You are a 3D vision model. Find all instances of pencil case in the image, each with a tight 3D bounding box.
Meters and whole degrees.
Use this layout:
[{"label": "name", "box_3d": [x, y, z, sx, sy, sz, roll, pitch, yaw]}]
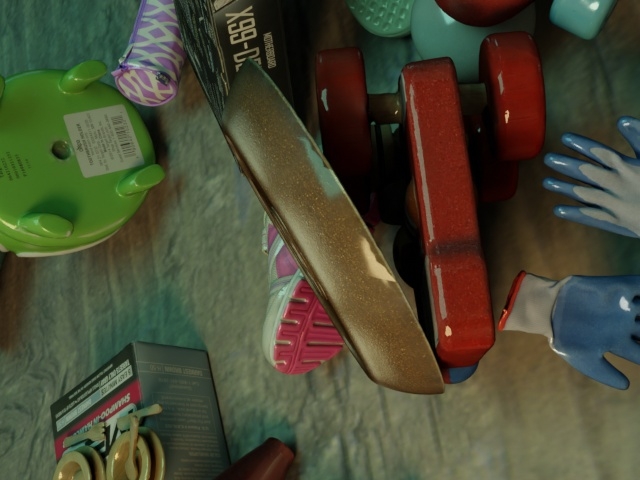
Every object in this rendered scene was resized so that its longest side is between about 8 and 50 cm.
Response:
[{"label": "pencil case", "box_3d": [-0.212, -0.272, 1.299, 0.086, 0.088, 0.206, -26, 46, 44]}]

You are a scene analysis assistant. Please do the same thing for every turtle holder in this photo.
[{"label": "turtle holder", "box_3d": [-0.378, -0.071, 1.307, 0.320, 0.243, 0.227, -52, 13, -30]}]

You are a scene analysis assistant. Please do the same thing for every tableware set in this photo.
[{"label": "tableware set", "box_3d": [-0.239, 0.254, 1.085, 0.194, 0.039, 0.128, -26, 62, 39]}]

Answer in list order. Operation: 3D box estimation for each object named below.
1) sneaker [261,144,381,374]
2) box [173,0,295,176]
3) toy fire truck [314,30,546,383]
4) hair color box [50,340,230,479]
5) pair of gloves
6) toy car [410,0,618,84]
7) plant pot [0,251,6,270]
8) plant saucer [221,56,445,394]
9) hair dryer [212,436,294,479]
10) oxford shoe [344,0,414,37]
[{"label": "sneaker", "box_3d": [-0.008, 0.013, 1.039, 0.111, 0.103, 0.252, 12, 82, 52]}, {"label": "box", "box_3d": [-0.108, -0.258, 1.087, 0.307, 0.076, 0.242, 83, 165, -52]}, {"label": "toy fire truck", "box_3d": [0.091, -0.015, 0.821, 0.169, 0.302, 0.254, -5, 76, 1]}, {"label": "hair color box", "box_3d": [-0.191, 0.324, 1.128, 0.185, 0.113, 0.375, -37, 56, 34]}, {"label": "pair of gloves", "box_3d": [0.225, 0.010, 0.754, 0.023, 0.159, 0.198, -145, 72, -76]}, {"label": "toy car", "box_3d": [0.152, -0.231, 0.893, 0.219, 0.238, 0.210, 29, 59, 10]}, {"label": "plant pot", "box_3d": [-0.609, -0.049, 1.536, 0.341, 0.341, 0.334, 22, 88, 47]}, {"label": "plant saucer", "box_3d": [0.000, 0.000, 0.813, 0.050, 0.311, 0.311, -32, 51, -3]}, {"label": "hair dryer", "box_3d": [-0.059, 0.303, 0.952, 0.223, 0.080, 0.294, -16, 32, 7]}, {"label": "oxford shoe", "box_3d": [0.081, -0.437, 1.048, 0.169, 0.130, 0.450, -7, 90, 33]}]
